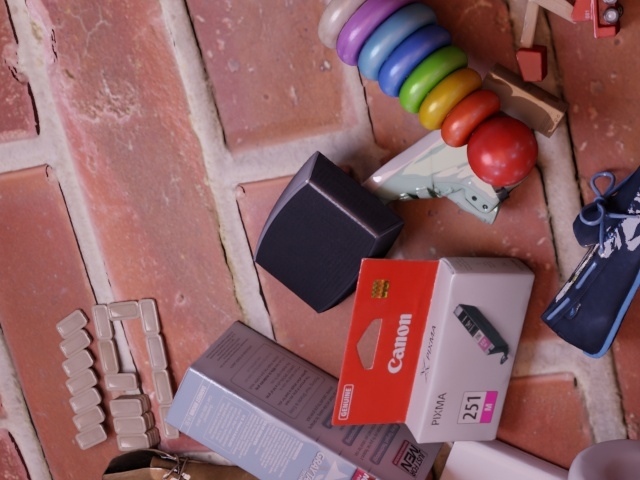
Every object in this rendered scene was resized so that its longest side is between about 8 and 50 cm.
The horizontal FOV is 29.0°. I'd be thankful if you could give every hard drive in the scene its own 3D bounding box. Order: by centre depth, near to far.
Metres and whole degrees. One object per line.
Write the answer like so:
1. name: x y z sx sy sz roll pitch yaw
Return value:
1. hard drive: 0.000 0.000 1.748 0.172 0.054 0.255 40 143 2
2. hard drive: 0.334 0.446 1.851 0.353 0.047 0.233 22 115 10

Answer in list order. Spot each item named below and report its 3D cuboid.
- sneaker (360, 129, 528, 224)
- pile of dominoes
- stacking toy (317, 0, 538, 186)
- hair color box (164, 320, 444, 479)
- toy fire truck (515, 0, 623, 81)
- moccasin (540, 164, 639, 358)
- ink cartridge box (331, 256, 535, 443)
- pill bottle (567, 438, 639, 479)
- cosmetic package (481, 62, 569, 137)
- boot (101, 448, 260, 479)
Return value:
1. sneaker: 0.160 -0.061 1.696 0.256 0.094 0.151 -35 88 24
2. pile of dominoes: -0.326 0.219 2.024 0.196 0.040 0.251 -6 99 22
3. stacking toy: 0.149 -0.198 1.593 0.330 0.141 0.141 49 118 12
4. hair color box: -0.020 0.285 1.841 0.374 0.185 0.114 29 115 8
5. toy fire truck: 0.315 -0.303 1.582 0.135 0.047 0.192 -1 108 21
6. moccasin: 0.380 0.001 1.622 0.116 0.137 0.342 25 115 14
7. ink cartridge box: 0.156 0.155 1.733 0.238 0.060 0.275 1 114 -20
8. pill bottle: 0.425 0.491 1.684 0.224 0.224 0.392 10 113 16
9. cosmetic package: 0.267 -0.186 1.636 0.115 0.060 0.041 31 115 5
10. boot: -0.217 0.391 1.981 0.305 0.112 0.115 -9 123 24
